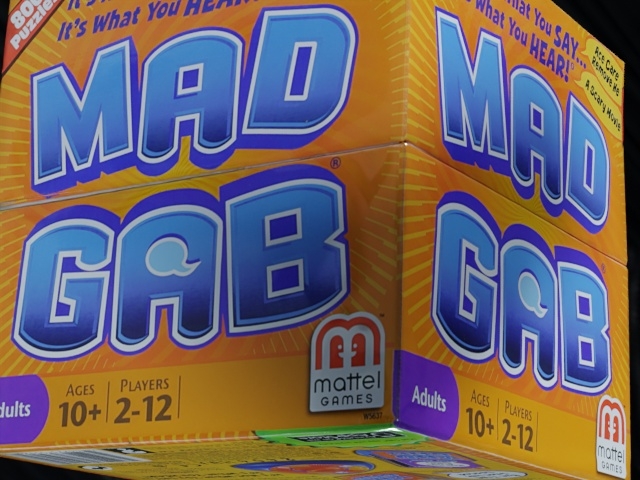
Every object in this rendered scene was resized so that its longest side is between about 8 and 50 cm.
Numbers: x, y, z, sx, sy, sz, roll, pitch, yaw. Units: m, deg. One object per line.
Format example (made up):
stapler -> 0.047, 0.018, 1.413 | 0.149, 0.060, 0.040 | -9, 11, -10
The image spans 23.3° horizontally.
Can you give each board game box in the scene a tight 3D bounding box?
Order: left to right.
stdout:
board game box -> 0.000, 0.000, 1.179 | 0.357, 0.356, 0.356 | -8, -108, 32
